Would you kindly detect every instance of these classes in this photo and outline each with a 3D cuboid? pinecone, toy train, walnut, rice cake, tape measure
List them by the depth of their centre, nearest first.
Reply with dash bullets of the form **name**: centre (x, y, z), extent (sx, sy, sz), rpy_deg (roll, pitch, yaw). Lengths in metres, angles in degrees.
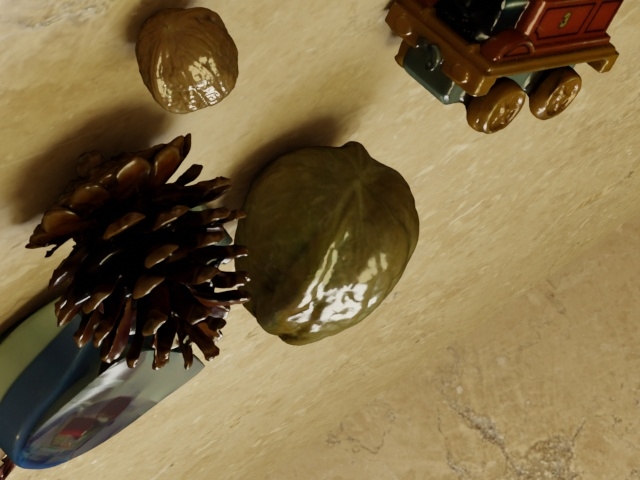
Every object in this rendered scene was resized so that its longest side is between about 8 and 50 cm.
- **walnut**: centre (-0.132, -0.178, 1.595), extent (0.105, 0.105, 0.124), rpy_deg (-37, 150, 0)
- **pinecone**: centre (-0.192, 0.023, 1.761), extent (0.264, 0.264, 0.264), rpy_deg (-33, 163, -12)
- **toy train**: centre (0.250, -0.273, 1.998), extent (0.369, 0.163, 0.232), rpy_deg (-15, 140, -49)
- **tape measure**: centre (-0.314, 0.170, 2.090), extent (0.262, 0.138, 0.259), rpy_deg (-39, 161, 8)
- **rice cake**: centre (-0.147, -0.019, 2.100), extent (0.033, 0.029, 0.171), rpy_deg (-33, 163, 1)
- **walnut**: centre (0.000, 0.000, 2.115), extent (0.283, 0.227, 0.283), rpy_deg (-155, -90, -83)

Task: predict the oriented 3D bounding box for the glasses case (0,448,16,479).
- **glasses case**: centre (-0.492, 0.348, 2.322), extent (0.193, 0.070, 0.102), rpy_deg (-43, 163, 21)
